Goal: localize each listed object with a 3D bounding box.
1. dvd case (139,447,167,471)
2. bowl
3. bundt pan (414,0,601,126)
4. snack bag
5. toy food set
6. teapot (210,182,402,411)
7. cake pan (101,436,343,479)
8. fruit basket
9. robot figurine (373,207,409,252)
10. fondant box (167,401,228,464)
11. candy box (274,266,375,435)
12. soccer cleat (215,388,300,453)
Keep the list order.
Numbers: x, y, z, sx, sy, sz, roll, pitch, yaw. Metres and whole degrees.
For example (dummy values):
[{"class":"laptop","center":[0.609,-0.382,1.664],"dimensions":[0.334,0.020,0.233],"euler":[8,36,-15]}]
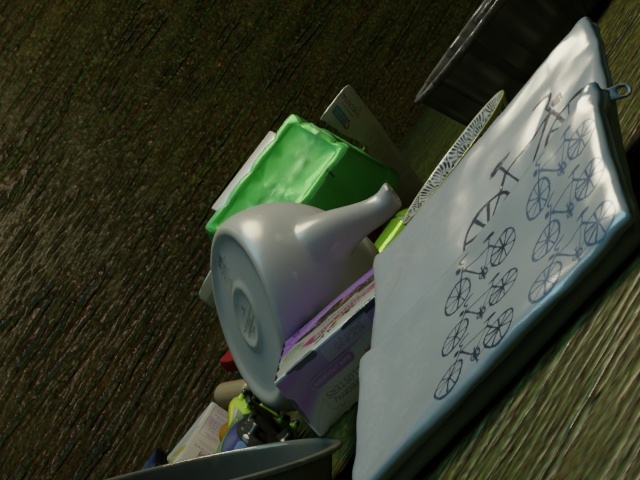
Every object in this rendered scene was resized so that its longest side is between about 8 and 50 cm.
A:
[{"class":"dvd case","center":[-0.296,0.407,1.995],"dimensions":[0.253,0.022,0.180],"euler":[-54,4,-5]},{"class":"bowl","center":[0.164,-0.061,1.442],"dimensions":[0.170,0.080,0.170],"euler":[-53,3,4]},{"class":"bundt pan","center":[0.273,-0.285,1.948],"dimensions":[0.331,0.124,0.331],"euler":[-53,2,3]},{"class":"snack bag","center":[0.122,0.003,1.081],"dimensions":[0.323,0.037,0.343],"euler":[-52,16,31]},{"class":"toy food set","center":[-0.067,0.187,2.050],"dimensions":[0.104,0.111,0.232],"euler":[-16,27,51]},{"class":"teapot","center":[-0.002,0.066,1.620],"dimensions":[0.187,0.253,0.256],"euler":[-16,11,-22]},{"class":"cake pan","center":[-0.118,0.230,1.248],"dimensions":[0.293,0.054,0.293],"euler":[-12,-3,-1]},{"class":"fruit basket","center":[0.000,0.000,1.889],"dimensions":[0.327,0.165,0.353],"euler":[-54,-28,-6]},{"class":"robot figurine","center":[0.102,0.009,1.735],"dimensions":[0.115,0.067,0.101],"euler":[-54,-5,-16]},{"class":"fondant box","center":[-0.228,0.410,2.022],"dimensions":[0.238,0.096,0.330],"euler":[-52,4,30]},{"class":"candy box","center":[0.041,0.091,1.385],"dimensions":[0.165,0.070,0.196],"euler":[-40,4,5]},{"class":"soccer cleat","center":[-0.085,0.250,1.655],"dimensions":[0.121,0.093,0.289],"euler":[-60,2,1]}]
